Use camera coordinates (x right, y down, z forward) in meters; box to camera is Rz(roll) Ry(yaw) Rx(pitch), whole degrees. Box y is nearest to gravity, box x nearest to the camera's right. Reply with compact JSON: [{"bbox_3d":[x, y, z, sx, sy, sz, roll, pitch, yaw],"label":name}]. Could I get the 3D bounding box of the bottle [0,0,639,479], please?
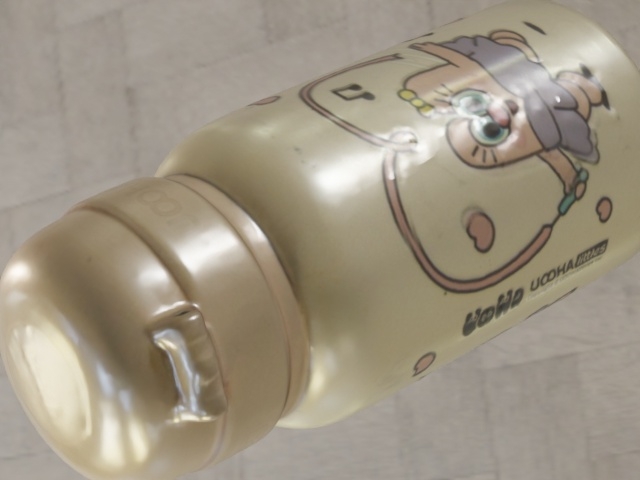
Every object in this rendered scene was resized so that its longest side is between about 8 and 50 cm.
[{"bbox_3d":[0.000,0.000,0.487,0.110,0.209,0.097,2,111,53],"label":"bottle"}]
